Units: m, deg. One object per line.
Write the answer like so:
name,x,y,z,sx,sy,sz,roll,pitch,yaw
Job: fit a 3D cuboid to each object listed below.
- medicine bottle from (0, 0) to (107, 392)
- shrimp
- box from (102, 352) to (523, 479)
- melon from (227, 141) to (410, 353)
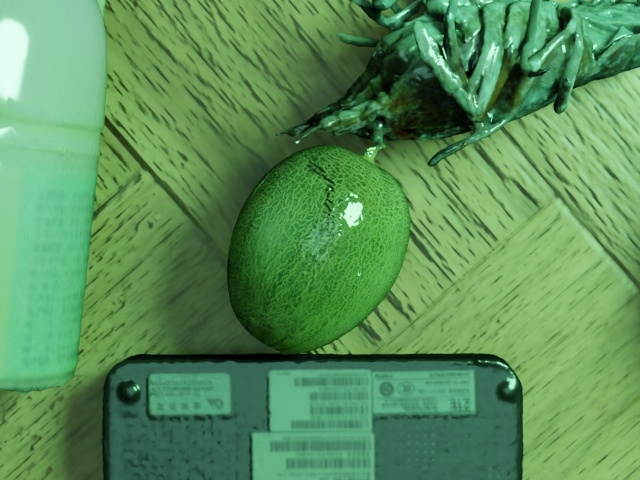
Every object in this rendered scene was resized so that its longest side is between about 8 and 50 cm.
medicine bottle,-0.287,-0.099,1.261,0.236,0.236,0.406,6,93,0
shrimp,0.163,-0.169,1.295,0.410,0.221,0.166,-11,119,-17
box,-0.006,0.200,1.357,0.350,0.058,0.211,-1,91,0
melon,0.000,0.000,1.310,0.139,0.139,0.192,30,96,0
